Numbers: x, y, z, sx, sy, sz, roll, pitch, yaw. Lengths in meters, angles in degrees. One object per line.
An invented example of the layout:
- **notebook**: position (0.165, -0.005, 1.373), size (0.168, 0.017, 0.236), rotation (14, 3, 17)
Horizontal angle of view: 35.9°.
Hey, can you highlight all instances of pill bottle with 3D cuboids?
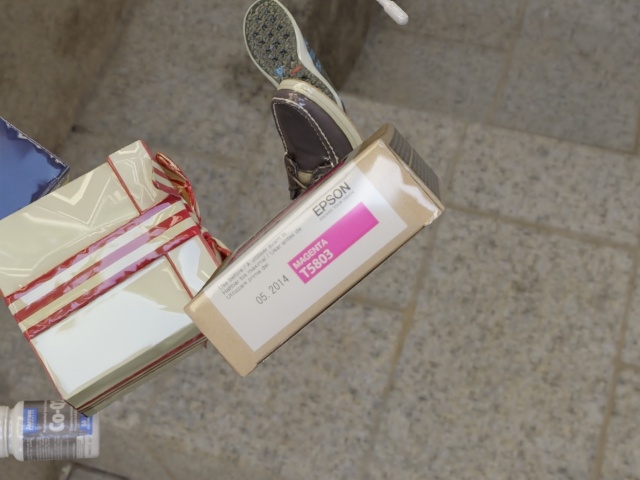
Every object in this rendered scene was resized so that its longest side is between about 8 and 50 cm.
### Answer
- **pill bottle**: position (-0.357, 0.246, 1.281), size (0.078, 0.137, 0.078), rotation (180, -90, -75)

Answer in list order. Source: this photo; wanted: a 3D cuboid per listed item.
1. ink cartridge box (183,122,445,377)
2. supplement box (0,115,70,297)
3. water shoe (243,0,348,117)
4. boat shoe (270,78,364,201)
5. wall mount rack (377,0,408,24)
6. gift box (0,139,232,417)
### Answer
- **ink cartridge box**: position (0.000, 0.000, 0.924), size (0.234, 0.088, 0.193), rotation (-40, -176, 11)
- **supplement box**: position (-0.540, -0.058, 1.583), size (0.194, 0.195, 0.356), rotation (-56, -173, -17)
- **water shoe**: position (-0.034, -0.219, 1.278), size (0.203, 0.073, 0.080), rotation (62, 10, 14)
- **boat shoe**: position (0.007, -0.069, 1.219), size (0.092, 0.103, 0.285), rotation (-49, 136, -24)
- **wall mount rack**: position (0.075, -0.471, 1.432), size (0.350, 0.304, 0.130), rotation (-45, 139, -8)
- **gift box**: position (-0.228, 0.052, 1.176), size (0.258, 0.255, 0.276), rotation (-31, 175, -14)
